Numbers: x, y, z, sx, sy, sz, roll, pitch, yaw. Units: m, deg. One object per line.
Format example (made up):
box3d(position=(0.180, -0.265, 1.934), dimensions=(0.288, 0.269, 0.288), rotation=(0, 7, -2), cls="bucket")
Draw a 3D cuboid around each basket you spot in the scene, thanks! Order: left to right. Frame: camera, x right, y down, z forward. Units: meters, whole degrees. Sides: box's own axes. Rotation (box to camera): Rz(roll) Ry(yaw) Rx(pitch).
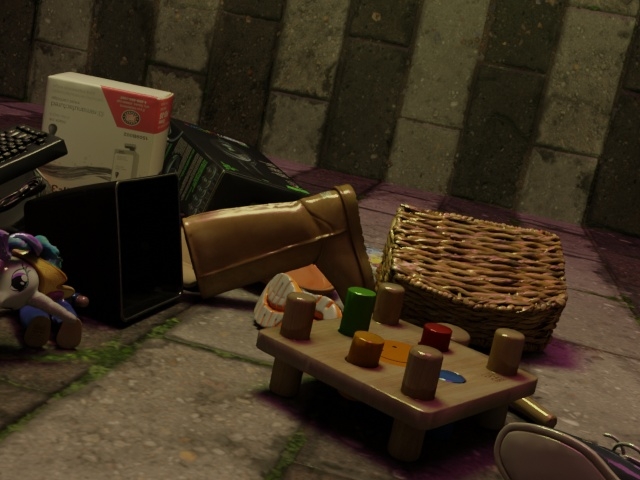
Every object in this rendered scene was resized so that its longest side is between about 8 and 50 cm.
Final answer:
box3d(position=(0.241, 0.105, 1.490), dimensions=(0.299, 0.223, 0.213), rotation=(11, 44, -3), cls="basket")

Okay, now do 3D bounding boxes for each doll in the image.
box3d(position=(-0.358, 0.082, 1.124), dimensions=(0.129, 0.046, 0.189), rotation=(7, 12, -26), cls="doll")

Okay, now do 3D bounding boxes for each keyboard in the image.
box3d(position=(-0.487, -0.081, 1.216), dimensions=(0.201, 0.033, 0.317), rotation=(26, 41, 28), cls="keyboard")

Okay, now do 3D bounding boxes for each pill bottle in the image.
box3d(position=(-0.508, -0.071, 1.442), dimensions=(0.130, 0.130, 0.245), rotation=(10, -6, -7), cls="pill bottle")

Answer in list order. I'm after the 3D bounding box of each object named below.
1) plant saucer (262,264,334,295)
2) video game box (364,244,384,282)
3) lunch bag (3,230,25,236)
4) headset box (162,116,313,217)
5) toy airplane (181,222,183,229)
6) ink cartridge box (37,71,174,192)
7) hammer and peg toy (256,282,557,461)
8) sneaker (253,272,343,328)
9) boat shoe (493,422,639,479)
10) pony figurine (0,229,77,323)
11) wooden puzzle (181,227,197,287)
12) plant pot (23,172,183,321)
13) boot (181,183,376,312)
box3d(position=(-0.061, 0.038, 1.532), dimensions=(0.200, 0.037, 0.200), rotation=(24, 24, -11), cls="plant saucer")
box3d(position=(0.118, 0.054, 1.737), dimensions=(0.187, 0.048, 0.205), rotation=(14, 11, 3), cls="video game box")
box3d(position=(-0.458, 0.012, 1.354), dimensions=(0.071, 0.053, 0.083), rotation=(2, 5, -45), cls="lunch bag")
box3d(position=(-0.190, -0.115, 1.834), dimensions=(0.246, 0.131, 0.283), rotation=(15, 20, -42), cls="headset box")
box3d(position=(-0.245, -0.013, 1.749), dimensions=(0.151, 0.028, 0.151), rotation=(13, 6, -1), cls="toy airplane")
box3d(position=(-0.395, -0.145, 1.608), dimensions=(0.207, 0.283, 0.117), rotation=(11, 15, -1), cls="ink cartridge box")
box3d(position=(0.134, 0.144, 1.094), dimensions=(0.266, 0.127, 0.361), rotation=(21, 15, 39), cls="hammer and peg toy")
box3d(position=(-0.022, 0.111, 1.268), dimensions=(0.083, 0.084, 0.215), rotation=(33, -5, -34), cls="sneaker")
box3d(position=(0.289, 0.244, 0.841), dimensions=(0.254, 0.095, 0.079), rotation=(20, 16, 33), cls="boat shoe")
box3d(position=(-0.467, 0.009, 0.918), dimensions=(0.351, 0.303, 0.363), rotation=(38, 21, 12), cls="pony figurine")
box3d(position=(-0.228, 0.029, 1.544), dimensions=(0.221, 0.044, 0.238), rotation=(18, 17, 29), cls="wooden puzzle")
box3d(position=(-0.313, 0.003, 1.257), dimensions=(0.167, 0.187, 0.188), rotation=(1, 8, 16), cls="plant pot")
box3d(position=(-0.062, 0.043, 1.393), dimensions=(0.269, 0.236, 0.089), rotation=(-15, 11, -12), cls="boot")
